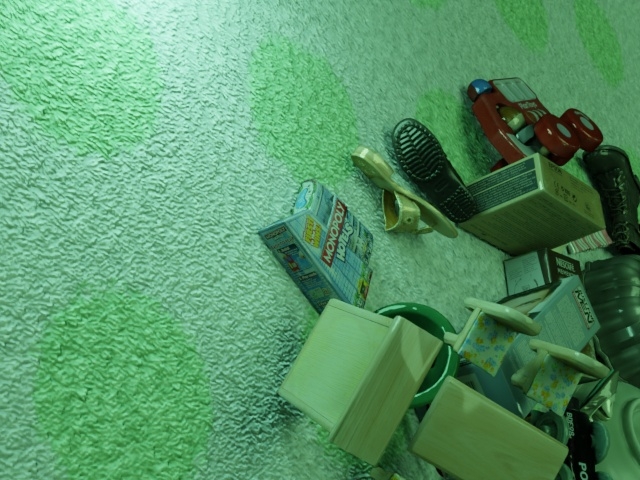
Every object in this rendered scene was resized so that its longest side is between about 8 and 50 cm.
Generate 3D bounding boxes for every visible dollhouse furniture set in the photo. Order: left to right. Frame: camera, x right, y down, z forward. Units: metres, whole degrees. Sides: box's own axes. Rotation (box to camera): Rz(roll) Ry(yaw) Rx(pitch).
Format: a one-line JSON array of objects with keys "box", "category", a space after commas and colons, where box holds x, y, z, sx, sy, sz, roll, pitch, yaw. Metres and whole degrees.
[{"box": [0.175, 0.250, 1.373, 0.394, 0.256, 0.362, 32, 84, -17], "category": "dollhouse furniture set"}]

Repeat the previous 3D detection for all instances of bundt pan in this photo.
[{"box": [0.714, 0.174, 2.265, 0.330, 0.124, 0.331, 28, 48, -37], "category": "bundt pan"}]

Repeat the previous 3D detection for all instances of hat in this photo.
[{"box": [0.135, 0.231, 1.620, 0.184, 0.172, 0.209, 78, 25, -55], "category": "hat"}]

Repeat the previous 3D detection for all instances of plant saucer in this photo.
[{"box": [0.649, 0.423, 2.015, 0.400, 0.100, 0.401, 25, 40, -23], "category": "plant saucer"}]

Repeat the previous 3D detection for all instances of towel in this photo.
[{"box": [0.594, -0.046, 2.326, 0.197, 0.029, 0.144, -7, 78, -52], "category": "towel"}]

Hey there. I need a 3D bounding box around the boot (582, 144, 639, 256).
[{"box": [0.709, -0.081, 2.428, 0.263, 0.091, 0.229, 37, 46, -38], "category": "boot"}]

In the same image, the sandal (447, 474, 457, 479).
[{"box": [0.306, 0.440, 1.624, 0.076, 0.102, 0.265, -17, 62, -37], "category": "sandal"}]

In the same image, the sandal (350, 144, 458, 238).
[{"box": [0.125, -0.054, 1.740, 0.240, 0.088, 0.079, 42, 76, -21], "category": "sandal"}]

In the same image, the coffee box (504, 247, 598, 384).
[{"box": [0.449, 0.154, 1.997, 0.141, 0.098, 0.247, 17, 61, -46], "category": "coffee box"}]

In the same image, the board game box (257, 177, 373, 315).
[{"box": [0.000, 0.000, 1.553, 0.194, 0.060, 0.194, 44, 44, -30], "category": "board game box"}]

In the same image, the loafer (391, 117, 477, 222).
[{"box": [0.199, -0.127, 1.857, 0.220, 0.080, 0.078, 55, 7, -16], "category": "loafer"}]

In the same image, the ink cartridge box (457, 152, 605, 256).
[{"box": [0.400, -0.060, 1.960, 0.234, 0.193, 0.088, 24, 54, -44], "category": "ink cartridge box"}]

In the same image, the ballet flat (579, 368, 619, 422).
[{"box": [0.510, 0.330, 1.938, 0.213, 0.072, 0.068, -37, 72, -24], "category": "ballet flat"}]

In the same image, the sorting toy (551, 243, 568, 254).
[{"box": [0.487, 0.010, 2.162, 0.083, 0.044, 0.075, 22, 65, -44], "category": "sorting toy"}]

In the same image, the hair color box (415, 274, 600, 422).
[{"box": [0.319, 0.192, 1.749, 0.374, 0.185, 0.114, -29, 96, -52], "category": "hair color box"}]

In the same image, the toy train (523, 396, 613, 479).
[{"box": [0.394, 0.434, 1.726, 0.142, 0.190, 0.334, 16, 57, -27], "category": "toy train"}]

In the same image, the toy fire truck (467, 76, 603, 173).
[{"box": [0.415, -0.232, 2.114, 0.254, 0.169, 0.302, 51, 34, 16], "category": "toy fire truck"}]
